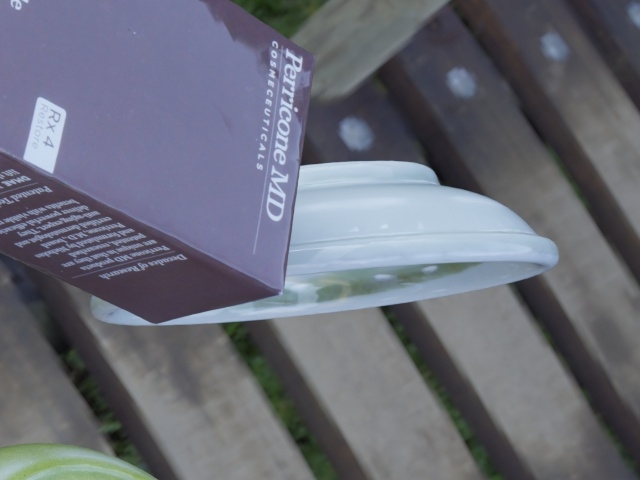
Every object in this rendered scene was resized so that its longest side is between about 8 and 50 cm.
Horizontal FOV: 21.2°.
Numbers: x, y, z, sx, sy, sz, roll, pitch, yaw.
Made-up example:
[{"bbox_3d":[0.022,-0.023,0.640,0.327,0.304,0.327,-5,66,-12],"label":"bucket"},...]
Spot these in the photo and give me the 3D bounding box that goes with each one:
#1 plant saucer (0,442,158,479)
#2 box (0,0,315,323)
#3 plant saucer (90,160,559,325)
[{"bbox_3d":[-0.127,0.216,0.979,0.241,0.037,0.241,24,44,-26],"label":"plant saucer"},{"bbox_3d":[-0.183,-0.102,1.085,0.381,0.143,0.191,29,59,-43],"label":"box"},{"bbox_3d":[0.000,0.000,1.465,0.400,0.400,0.101,1,81,-44],"label":"plant saucer"}]
